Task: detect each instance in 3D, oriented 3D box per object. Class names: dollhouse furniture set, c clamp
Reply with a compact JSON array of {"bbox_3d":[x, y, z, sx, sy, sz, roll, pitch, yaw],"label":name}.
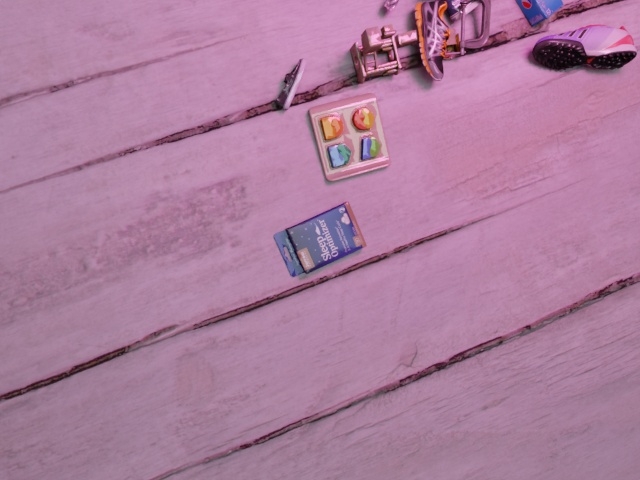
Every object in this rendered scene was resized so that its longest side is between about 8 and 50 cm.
[{"bbox_3d":[0.192,-0.491,1.200,0.182,0.161,0.101,-17,98,-9],"label":"dollhouse furniture set"},{"bbox_3d":[0.407,-0.589,1.261,0.137,0.022,0.160,-5,112,-15],"label":"c clamp"}]

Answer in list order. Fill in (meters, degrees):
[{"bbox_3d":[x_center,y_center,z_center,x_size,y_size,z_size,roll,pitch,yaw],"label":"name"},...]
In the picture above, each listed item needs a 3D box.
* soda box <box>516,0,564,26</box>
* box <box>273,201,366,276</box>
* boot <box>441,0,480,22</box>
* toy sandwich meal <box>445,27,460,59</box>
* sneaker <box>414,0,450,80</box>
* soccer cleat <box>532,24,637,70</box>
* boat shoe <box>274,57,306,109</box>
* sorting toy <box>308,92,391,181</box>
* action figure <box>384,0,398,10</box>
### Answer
[{"bbox_3d":[0.589,-0.724,1.307,0.071,0.067,0.210,-39,101,-6],"label":"soda box"},{"bbox_3d":[0.000,0.000,1.267,0.226,0.036,0.136,-25,99,-7],"label":"box"},{"bbox_3d":[0.421,-0.695,1.274,0.190,0.069,0.086,-39,106,-5],"label":"boot"},{"bbox_3d":[0.359,-0.552,1.295,0.086,0.029,0.085,-1,95,-11],"label":"toy sandwich meal"},{"bbox_3d":[0.311,-0.541,1.246,0.083,0.084,0.214,-8,98,23],"label":"sneaker"},{"bbox_3d":[0.759,-0.573,1.347,0.319,0.108,0.116,-1,75,-9],"label":"soccer cleat"},{"bbox_3d":[-0.077,-0.414,1.211,0.040,0.049,0.142,22,92,-12],"label":"boat shoe"},{"bbox_3d":[0.084,-0.282,1.258,0.193,0.038,0.208,-17,97,-9],"label":"sorting toy"},{"bbox_3d":[0.240,-0.790,1.197,0.370,0.248,0.275,41,53,-13],"label":"action figure"}]
